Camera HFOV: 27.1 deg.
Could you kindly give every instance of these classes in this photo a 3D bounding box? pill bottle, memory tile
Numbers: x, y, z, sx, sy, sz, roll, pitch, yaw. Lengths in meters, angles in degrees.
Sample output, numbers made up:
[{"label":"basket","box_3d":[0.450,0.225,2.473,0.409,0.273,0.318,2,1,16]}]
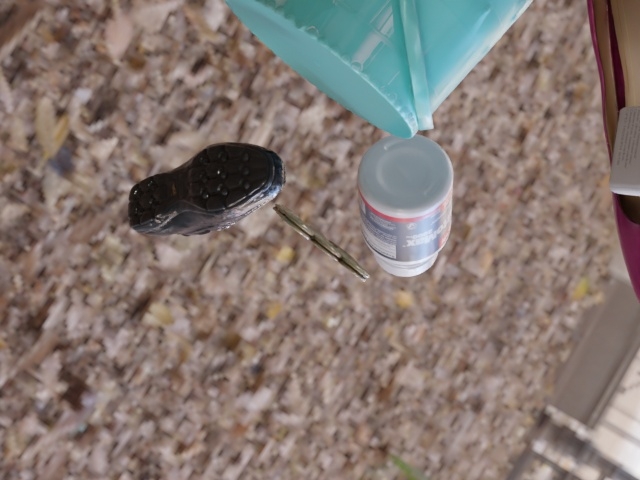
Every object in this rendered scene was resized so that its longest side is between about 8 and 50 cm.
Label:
[{"label":"pill bottle","box_3d":[0.099,-0.034,1.543,0.108,0.108,0.180,-52,160,-21]},{"label":"memory tile","box_3d":[0.000,0.000,1.420,0.012,0.113,0.148,-52,-170,1]}]

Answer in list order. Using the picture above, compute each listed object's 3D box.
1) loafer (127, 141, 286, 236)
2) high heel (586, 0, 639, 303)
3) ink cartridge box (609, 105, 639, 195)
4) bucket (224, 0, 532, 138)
[{"label":"loafer","box_3d":[-0.106,-0.048,1.324,0.078,0.223,0.076,10,73,-41]},{"label":"high heel","box_3d":[0.286,-0.108,1.203,0.181,0.127,0.377,2,85,-48]},{"label":"ink cartridge box","box_3d":[0.389,-0.037,0.769,0.330,0.324,0.071,-169,-95,-74]},{"label":"bucket","box_3d":[0.050,-0.241,1.297,0.183,0.281,0.281,-53,161,-2]}]
